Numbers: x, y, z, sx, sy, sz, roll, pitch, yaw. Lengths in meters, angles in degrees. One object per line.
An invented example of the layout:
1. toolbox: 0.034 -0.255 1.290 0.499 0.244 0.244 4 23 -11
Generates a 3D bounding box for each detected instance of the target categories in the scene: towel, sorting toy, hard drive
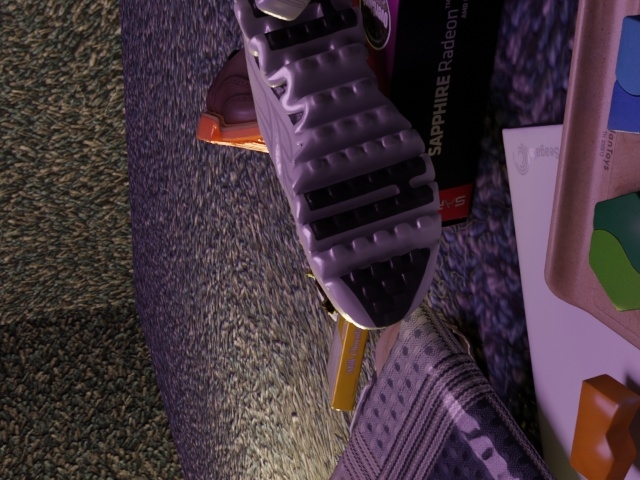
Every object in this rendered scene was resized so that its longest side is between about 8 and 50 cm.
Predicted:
1. towel: 0.100 0.265 0.878 0.312 0.056 0.324 56 139 36
2. sorting toy: 0.191 0.024 0.589 0.229 0.041 0.307 38 132 52
3. hard drive: 0.190 0.076 0.740 0.203 0.040 0.307 -170 70 -73

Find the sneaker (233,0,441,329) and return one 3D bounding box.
1. sneaker: 0.009 -0.068 0.885 0.118 0.110 0.292 117 138 -68

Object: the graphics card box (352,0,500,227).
1. graphics card box: 0.056 -0.218 0.942 0.232 0.094 0.370 -118 25 -47

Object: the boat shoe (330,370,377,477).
1. boat shoe: 0.059 0.253 1.174 0.105 0.113 0.306 -109 18 -54

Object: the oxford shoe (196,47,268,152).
1. oxford shoe: -0.050 -0.165 1.301 0.364 0.130 0.132 15 96 64

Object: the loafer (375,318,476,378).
1. loafer: 0.104 0.185 0.993 0.092 0.102 0.268 106 152 -69

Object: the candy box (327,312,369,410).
1. candy box: 0.037 0.054 1.154 0.105 0.027 0.205 -89 9 -75

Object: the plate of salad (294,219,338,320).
1. plate of salad: 0.000 0.000 1.353 0.200 0.048 0.199 171 90 -74

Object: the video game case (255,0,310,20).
1. video game case: 0.022 -0.362 0.792 0.300 0.036 0.329 -46 42 38
